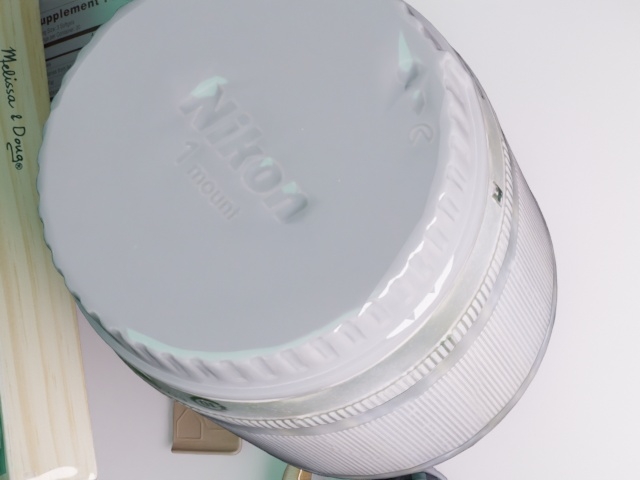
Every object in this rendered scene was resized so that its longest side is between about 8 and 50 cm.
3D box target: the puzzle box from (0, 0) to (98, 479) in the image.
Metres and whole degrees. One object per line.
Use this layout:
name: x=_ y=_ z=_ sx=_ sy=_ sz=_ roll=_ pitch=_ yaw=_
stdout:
puzzle box: x=-0.218 y=-0.028 z=1.023 sx=0.272 sy=0.052 sz=0.409 roll=147 pitch=117 yaw=-65

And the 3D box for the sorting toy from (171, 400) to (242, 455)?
sorting toy: x=-0.060 y=0.107 z=1.019 sx=0.083 sy=0.012 sz=0.062 roll=-4 pitch=78 yaw=35

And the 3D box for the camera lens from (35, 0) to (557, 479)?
camera lens: x=0.000 y=0.000 z=0.824 sx=0.219 sy=0.274 sz=0.219 roll=-5 pitch=72 yaw=15

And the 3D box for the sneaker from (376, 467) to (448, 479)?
sneaker: x=-0.002 y=0.216 z=0.880 sx=0.083 sy=0.098 sz=0.224 roll=35 pitch=85 yaw=2

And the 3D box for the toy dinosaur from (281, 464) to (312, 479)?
toy dinosaur: x=-0.017 y=0.195 z=0.965 sx=0.112 sy=0.064 sz=0.212 roll=-9 pitch=85 yaw=1

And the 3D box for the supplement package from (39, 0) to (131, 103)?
supplement package: x=-0.114 y=-0.072 z=1.018 sx=0.105 sy=0.105 sz=0.179 roll=-13 pitch=77 yaw=30
